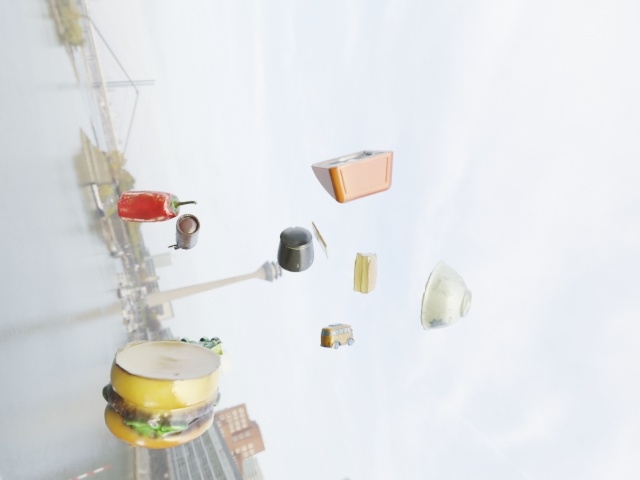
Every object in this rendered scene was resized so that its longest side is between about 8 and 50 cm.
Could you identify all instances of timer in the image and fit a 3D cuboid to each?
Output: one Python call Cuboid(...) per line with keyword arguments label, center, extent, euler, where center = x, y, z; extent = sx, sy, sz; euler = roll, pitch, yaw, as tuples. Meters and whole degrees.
Cuboid(label="timer", center=(0.119, -0.272, 1.621), extent=(0.250, 0.258, 0.161), euler=(-129, -155, -55))

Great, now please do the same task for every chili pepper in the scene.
Cuboid(label="chili pepper", center=(-0.671, -0.146, 1.800), extent=(0.131, 0.339, 0.134), euler=(88, -2, -50))

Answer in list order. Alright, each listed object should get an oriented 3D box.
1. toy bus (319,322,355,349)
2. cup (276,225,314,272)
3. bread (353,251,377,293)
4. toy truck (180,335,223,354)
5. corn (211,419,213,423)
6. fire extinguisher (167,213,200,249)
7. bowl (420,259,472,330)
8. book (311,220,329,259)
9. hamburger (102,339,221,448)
Cuboid(label="toy bus", center=(0.099, 0.560, 2.498), extent=(0.126, 0.210, 0.136), euler=(-9, -96, 54))
Cuboid(label="cup", center=(-0.107, 0.021, 1.894), extent=(0.223, 0.170, 0.176), euler=(-75, 170, -48))
Cuboid(label="bread", center=(0.282, 0.191, 2.617), extent=(0.239, 0.111, 0.245), euler=(-4, 98, -71))
Cuboid(label="toy truck", center=(-0.528, 0.481, 1.756), extent=(0.260, 0.128, 0.135), euler=(-5, -80, 30))
Cuboid(label="corn", center=(-0.562, 0.752, 1.894), extent=(0.244, 0.093, 0.093), euler=(28, -53, 49))
Cuboid(label="fire extinguisher", center=(-0.628, -0.017, 1.932), extent=(0.102, 0.138, 0.344), euler=(70, -24, 10))
Cuboid(label="bowl", center=(0.547, 0.250, 1.773), extent=(0.146, 0.313, 0.313), euler=(14, -62, 33))
Cuboid(label="book", center=(0.000, 0.000, 2.080), extent=(0.118, 0.012, 0.172), euler=(81, -17, -55))
Cuboid(label="hamburger", center=(-0.536, 0.538, 1.475), extent=(0.396, 0.396, 0.277), euler=(24, -75, 62))
